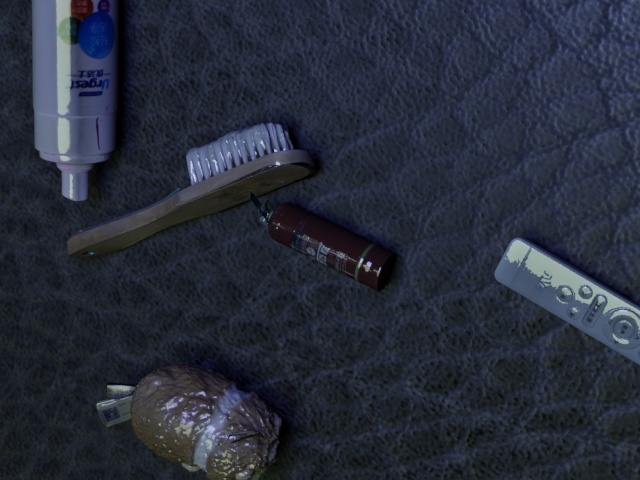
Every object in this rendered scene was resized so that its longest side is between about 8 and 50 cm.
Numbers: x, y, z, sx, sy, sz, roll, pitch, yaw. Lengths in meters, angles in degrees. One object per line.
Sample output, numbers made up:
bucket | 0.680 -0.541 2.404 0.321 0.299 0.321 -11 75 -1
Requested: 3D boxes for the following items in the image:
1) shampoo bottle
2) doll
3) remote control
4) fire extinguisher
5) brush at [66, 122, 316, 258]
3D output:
shampoo bottle | -0.257 -0.191 1.438 0.092 0.092 0.303 11 107 27
doll | -0.139 0.186 1.465 0.221 0.105 0.115 21 154 31
remote control | 0.249 0.059 1.260 0.184 0.027 0.050 32 118 14
fire extinguisher | 0.000 0.000 1.373 0.158 0.043 0.064 27 157 22
brush | -0.147 -0.051 1.435 0.327 0.070 0.065 -21 73 33
